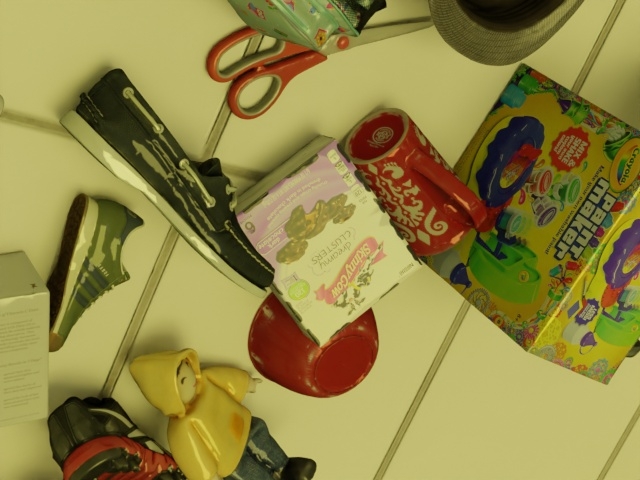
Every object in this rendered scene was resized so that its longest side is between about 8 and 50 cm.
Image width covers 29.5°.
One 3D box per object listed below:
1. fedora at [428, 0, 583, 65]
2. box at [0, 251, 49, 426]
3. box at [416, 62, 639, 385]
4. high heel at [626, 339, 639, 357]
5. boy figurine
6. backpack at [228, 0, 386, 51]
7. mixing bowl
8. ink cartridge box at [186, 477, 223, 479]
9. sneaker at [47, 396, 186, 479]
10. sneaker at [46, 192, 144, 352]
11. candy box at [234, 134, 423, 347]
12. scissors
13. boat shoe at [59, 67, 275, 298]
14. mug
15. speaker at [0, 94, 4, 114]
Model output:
[{"bbox_3d":[0.210,-0.351,1.385,0.243,0.124,0.275,16,114,-37],"label":"fedora"},{"bbox_3d":[-0.370,0.114,1.321,0.130,0.091,0.170,-8,122,-28],"label":"box"},{"bbox_3d":[0.312,-0.024,1.550,0.177,0.279,0.290,24,103,-40],"label":"box"},{"bbox_3d":[0.476,0.083,1.839,0.186,0.093,0.261,3,125,-41],"label":"high heel"},{"bbox_3d":[-0.123,0.226,1.521,0.285,0.092,0.177,52,44,-27],"label":"boy figurine"},{"bbox_3d":[-0.038,-0.293,1.237,0.144,0.166,0.188,-46,129,-12],"label":"backpack"},{"bbox_3d":[0.007,0.137,1.574,0.181,0.098,0.181,-16,125,-23],"label":"mixing bowl"},{"bbox_3d":[-0.161,0.380,1.635,0.198,0.067,0.115,-21,127,-19],"label":"ink cartridge box"},{"bbox_3d":[-0.249,0.259,1.485,0.097,0.135,0.276,-38,155,0],"label":"sneaker"},{"bbox_3d":[-0.256,0.044,1.368,0.086,0.064,0.192,11,108,-31],"label":"sneaker"},{"bbox_3d":[0.000,0.000,1.458,0.165,0.070,0.196,-39,108,-7],"label":"candy box"},{"bbox_3d":[0.008,-0.233,1.398,0.297,0.021,0.109,-27,127,-14],"label":"scissors"},{"bbox_3d":[-0.142,-0.057,1.315,0.091,0.114,0.302,-47,118,-4],"label":"boat shoe"},{"bbox_3d":[0.125,-0.079,1.496,0.169,0.150,0.113,50,42,-37],"label":"mug"},{"bbox_3d":[-0.375,-0.157,1.176,0.055,0.055,0.136,-48,131,2],"label":"speaker"}]
